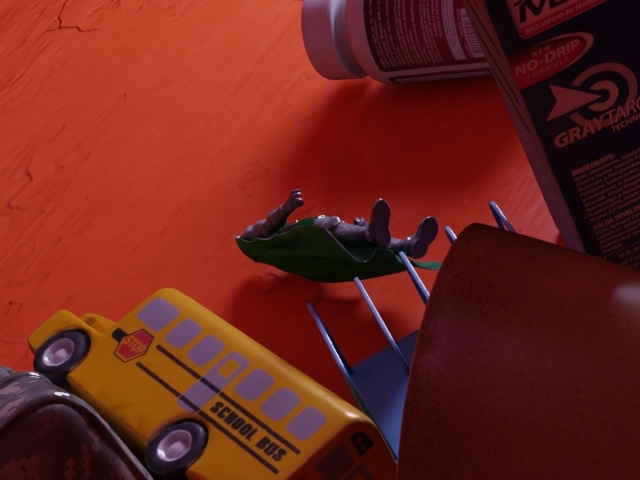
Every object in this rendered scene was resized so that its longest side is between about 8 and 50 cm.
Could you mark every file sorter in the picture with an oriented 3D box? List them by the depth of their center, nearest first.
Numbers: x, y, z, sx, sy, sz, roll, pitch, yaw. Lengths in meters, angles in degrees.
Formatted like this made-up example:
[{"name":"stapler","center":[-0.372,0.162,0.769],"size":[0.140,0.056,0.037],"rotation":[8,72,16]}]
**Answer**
[{"name":"file sorter","center":[0.092,0.067,1.191],"size":[0.170,0.104,0.118],"rotation":[-29,38,0]}]

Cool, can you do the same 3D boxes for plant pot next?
[{"name":"plant pot","center":[0.200,0.122,0.984],"size":[0.254,0.237,0.237],"rotation":[8,49,20]}]

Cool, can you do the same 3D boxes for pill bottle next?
[{"name":"pill bottle","center":[0.100,-0.208,1.486],"size":[0.221,0.121,0.121],"rotation":[-2,45,31]}]

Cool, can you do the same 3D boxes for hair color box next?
[{"name":"hair color box","center":[0.187,-0.104,1.124],"size":[0.105,0.347,0.174],"rotation":[-26,38,5]}]

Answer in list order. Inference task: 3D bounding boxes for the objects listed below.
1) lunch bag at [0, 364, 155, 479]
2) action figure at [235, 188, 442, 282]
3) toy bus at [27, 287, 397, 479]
[{"name":"lunch bag","center":[-0.283,0.238,1.168],"size":[0.305,0.212,0.256],"rotation":[-43,23,-18]},{"name":"action figure","center":[0.000,0.000,1.320],"size":[0.232,0.137,0.063],"rotation":[-3,70,56]},{"name":"toy bus","center":[-0.092,0.135,1.227],"size":[0.130,0.108,0.333],"rotation":[-42,39,-16]}]
